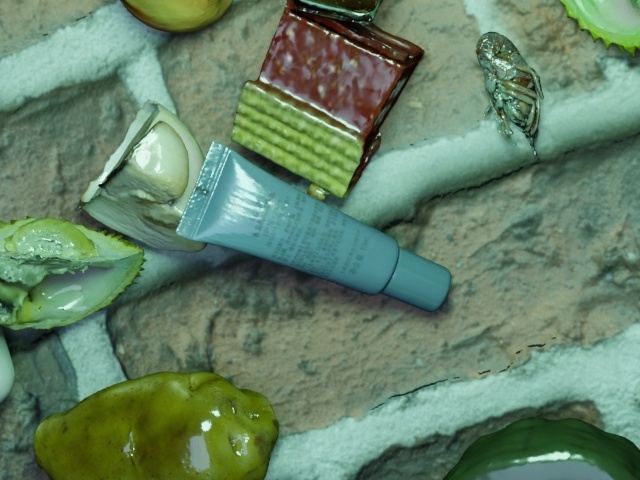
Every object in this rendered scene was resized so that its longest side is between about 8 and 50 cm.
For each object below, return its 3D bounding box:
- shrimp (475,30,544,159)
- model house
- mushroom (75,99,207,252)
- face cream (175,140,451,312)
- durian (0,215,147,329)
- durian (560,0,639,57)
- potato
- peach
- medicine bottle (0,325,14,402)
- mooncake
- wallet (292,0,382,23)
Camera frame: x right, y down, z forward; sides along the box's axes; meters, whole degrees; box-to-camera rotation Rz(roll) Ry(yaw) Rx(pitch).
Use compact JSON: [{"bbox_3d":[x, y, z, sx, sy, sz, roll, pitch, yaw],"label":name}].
[{"bbox_3d":[0.266,-0.197,1.907,0.073,0.075,0.190,-26,104,-20],"label":"shrimp"},{"bbox_3d":[-0.002,-0.190,1.909,0.196,0.160,0.254,27,102,5],"label":"model house"},{"bbox_3d":[-0.208,-0.094,1.959,0.173,0.236,0.162,30,66,-16],"label":"mushroom"},{"bbox_3d":[0.000,0.000,1.903,0.385,0.086,0.136,23,87,-17],"label":"face cream"},{"bbox_3d":[-0.417,0.046,1.980,0.306,0.166,0.172,11,87,-28],"label":"durian"},{"bbox_3d":[0.361,-0.406,1.809,0.158,0.169,0.352,-21,101,7],"label":"durian"},{"bbox_3d":[-0.244,0.299,2.014,0.369,0.176,0.195,-8,122,15],"label":"potato"},{"bbox_3d":[-0.201,-0.372,1.913,0.184,0.184,0.184,1,97,10],"label":"peach"},{"bbox_3d":[-0.554,0.094,2.053,0.130,0.130,0.341,-18,94,12],"label":"medicine bottle"},{"bbox_3d":[0.318,0.424,1.909,0.356,0.194,0.356,1,96,14],"label":"mooncake"},{"bbox_3d":[0.046,-0.374,1.865,0.122,0.232,0.031,16,140,10],"label":"wallet"}]
